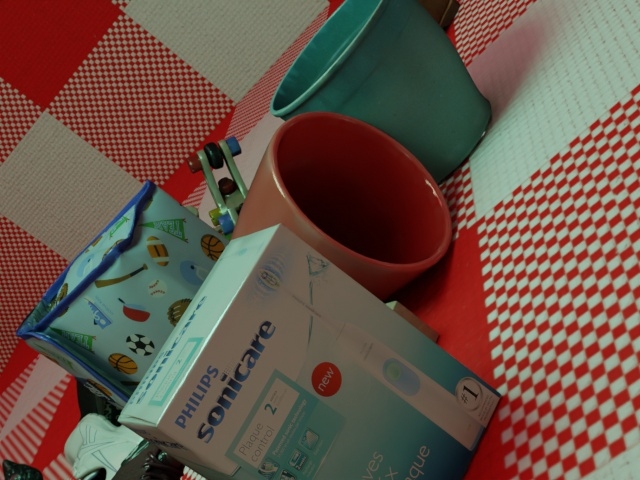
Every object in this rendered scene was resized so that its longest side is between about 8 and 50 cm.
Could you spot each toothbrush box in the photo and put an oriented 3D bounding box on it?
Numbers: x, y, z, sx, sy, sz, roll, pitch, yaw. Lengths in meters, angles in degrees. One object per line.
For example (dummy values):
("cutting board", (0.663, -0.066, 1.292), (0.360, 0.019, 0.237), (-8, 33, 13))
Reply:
("toothbrush box", (-0.005, 0.159, 0.910), (0.216, 0.295, 0.126), (-59, 18, -22))

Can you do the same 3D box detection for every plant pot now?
("plant pot", (0.106, -0.217, 1.433), (0.271, 0.255, 0.271), (-44, 19, 20))
("plant pot", (0.000, 0.000, 1.301), (0.243, 0.275, 0.275), (-50, 15, 40))

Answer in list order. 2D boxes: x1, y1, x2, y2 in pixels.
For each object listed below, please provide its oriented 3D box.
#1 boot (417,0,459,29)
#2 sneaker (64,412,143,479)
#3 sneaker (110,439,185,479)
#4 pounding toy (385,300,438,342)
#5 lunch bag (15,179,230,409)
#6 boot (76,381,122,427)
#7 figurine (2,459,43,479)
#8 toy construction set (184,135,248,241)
("boot", (0.174, -0.400, 1.856), (0.112, 0.115, 0.305), (-30, 29, 46))
("sneaker", (-0.381, 0.377, 1.638), (0.297, 0.111, 0.129), (-15, 25, 52))
("sneaker", (-0.208, 0.310, 1.204), (0.281, 0.106, 0.162), (-11, 40, 57))
("pounding toy", (0.052, 0.145, 1.114), (0.130, 0.100, 0.141), (-24, 33, 57))
("lunch bag", (-0.295, 0.152, 1.604), (0.385, 0.328, 0.239), (-37, 21, 34))
("boot", (-0.372, 0.327, 1.831), (0.178, 0.236, 0.085), (-19, 31, -40))
("figurine", (-0.451, 0.469, 1.552), (0.092, 0.209, 0.215), (-48, 18, 13))
("toy construction set", (-0.188, -0.028, 1.931), (0.309, 0.257, 0.237), (-43, -33, -28))
